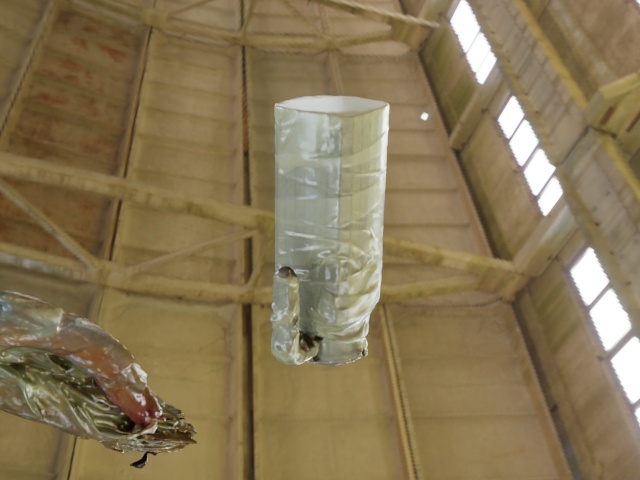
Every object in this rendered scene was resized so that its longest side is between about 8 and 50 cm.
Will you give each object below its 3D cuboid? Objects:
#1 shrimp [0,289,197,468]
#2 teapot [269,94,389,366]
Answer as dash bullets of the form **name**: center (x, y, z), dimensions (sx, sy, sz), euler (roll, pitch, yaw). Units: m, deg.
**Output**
- **shrimp**: center (-0.127, 0.075, 0.387), dimensions (0.190, 0.101, 0.042), euler (46, -142, -43)
- **teapot**: center (0.000, 0.000, 0.555), dimensions (0.077, 0.200, 0.107), euler (12, -156, 27)
